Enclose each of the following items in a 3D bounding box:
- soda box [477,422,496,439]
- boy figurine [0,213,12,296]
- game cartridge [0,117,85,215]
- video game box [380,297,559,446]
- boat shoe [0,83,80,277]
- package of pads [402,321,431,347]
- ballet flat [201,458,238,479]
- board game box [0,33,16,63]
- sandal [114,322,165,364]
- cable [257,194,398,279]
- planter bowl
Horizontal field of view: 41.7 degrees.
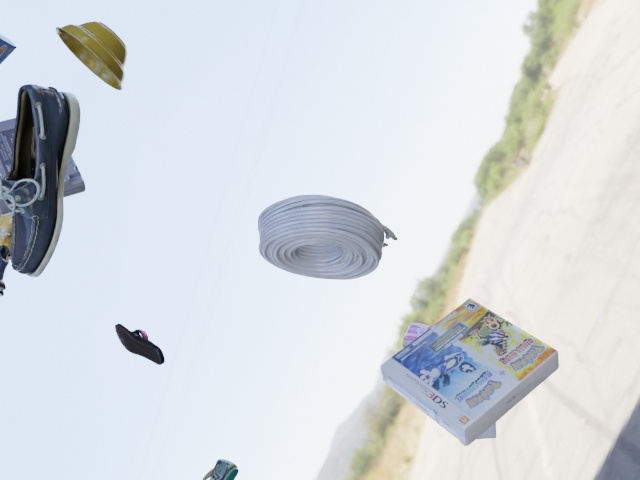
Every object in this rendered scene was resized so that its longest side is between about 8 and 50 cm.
[{"bbox_3d":[0.282,0.252,1.542,0.074,0.069,0.216,-83,-11,-78],"label":"soda box"},{"bbox_3d":[-0.811,-0.006,2.140,0.177,0.092,0.285,142,137,-59],"label":"boy figurine"},{"bbox_3d":[-0.616,-0.161,1.726,0.196,0.294,0.060,-15,-48,-22],"label":"game cartridge"},{"bbox_3d":[0.228,0.196,1.297,0.205,0.187,0.048,-34,-46,-23],"label":"video game box"},{"bbox_3d":[-0.380,-0.077,1.104,0.079,0.095,0.254,6,-79,-49],"label":"boat shoe"},{"bbox_3d":[0.218,0.217,1.899,0.083,0.050,0.031,-48,-34,-64],"label":"package of pads"},{"bbox_3d":[-0.253,0.574,1.878,0.188,0.070,0.070,-57,-11,-12],"label":"ballet flat"},{"bbox_3d":[-0.834,-0.441,1.964,0.160,0.039,0.211,-45,-16,5],"label":"board game box"},{"bbox_3d":[-0.419,0.241,1.980,0.040,0.179,0.067,-36,-46,-38],"label":"sandal"},{"bbox_3d":[0.000,0.000,1.698,0.257,0.257,0.089,41,-135,-51],"label":"cable"},{"bbox_3d":[-0.556,-0.488,2.127,0.090,0.217,0.217,-49,-13,-11],"label":"planter bowl"}]
